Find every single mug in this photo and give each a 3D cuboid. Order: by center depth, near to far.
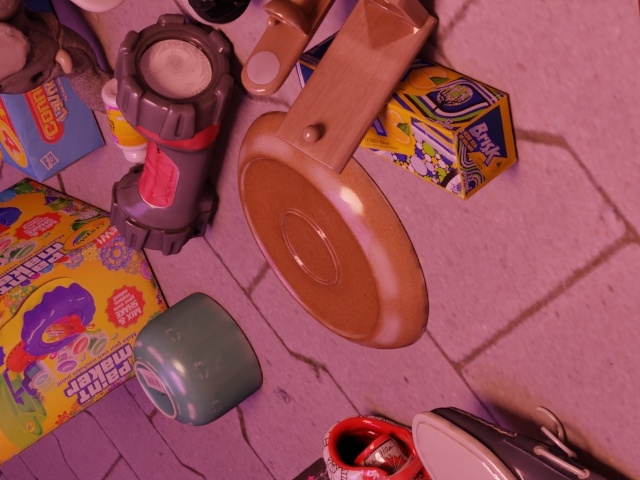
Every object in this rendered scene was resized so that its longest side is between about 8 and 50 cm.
[{"bbox_3d":[-0.142,0.142,1.705,0.129,0.097,0.157,45,153,21],"label":"mug"}]

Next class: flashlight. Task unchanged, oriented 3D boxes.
[{"bbox_3d":[-0.146,-0.083,1.426,0.103,0.103,0.304,49,154,12],"label":"flashlight"}]

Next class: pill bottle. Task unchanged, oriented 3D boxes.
[{"bbox_3d":[-0.183,-0.116,1.523,0.043,0.043,0.083,36,149,37],"label":"pill bottle"}]

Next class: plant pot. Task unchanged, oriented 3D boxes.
[{"bbox_3d":[0.000,0.000,1.349,0.236,0.032,0.236,41,151,29],"label":"plant pot"}]

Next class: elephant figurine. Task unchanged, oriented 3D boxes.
[{"bbox_3d":[-0.308,-0.199,1.464,0.186,0.169,0.239,13,130,17],"label":"elephant figurine"}]

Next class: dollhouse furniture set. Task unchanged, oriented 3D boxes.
[{"bbox_3d":[-0.035,-0.146,1.019,0.144,0.123,0.151,32,-179,25],"label":"dollhouse furniture set"}]

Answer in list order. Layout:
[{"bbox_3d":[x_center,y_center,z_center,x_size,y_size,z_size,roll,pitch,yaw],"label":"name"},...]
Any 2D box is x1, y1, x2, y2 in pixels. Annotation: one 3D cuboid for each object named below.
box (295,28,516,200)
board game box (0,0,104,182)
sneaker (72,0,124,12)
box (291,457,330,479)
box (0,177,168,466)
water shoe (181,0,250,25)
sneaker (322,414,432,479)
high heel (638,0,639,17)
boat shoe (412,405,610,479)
[{"bbox_3d":[0.057,-0.093,1.100,0.169,0.054,0.059,30,146,43],"label":"box"},{"bbox_3d":[-0.388,-0.246,1.684,0.302,0.086,0.308,26,143,48],"label":"board game box"},{"bbox_3d":[-0.247,-0.315,1.332,0.295,0.105,0.147,62,157,0],"label":"sneaker"},{"bbox_3d":[-0.026,0.374,1.602,0.142,0.247,0.163,26,143,47],"label":"box"},{"bbox_3d":[-0.370,0.094,1.830,0.279,0.290,0.177,20,137,51],"label":"box"},{"bbox_3d":[-0.055,-0.212,1.134,0.080,0.073,0.203,42,153,19],"label":"water shoe"},{"bbox_3d":[0.098,0.267,1.433,0.270,0.090,0.145,38,153,39],"label":"sneaker"},{"bbox_3d":[0.204,-0.154,0.654,0.377,0.127,0.181,62,166,-5],"label":"high heel"},{"bbox_3d":[0.178,0.194,1.210,0.254,0.079,0.095,29,142,41],"label":"boat shoe"}]
